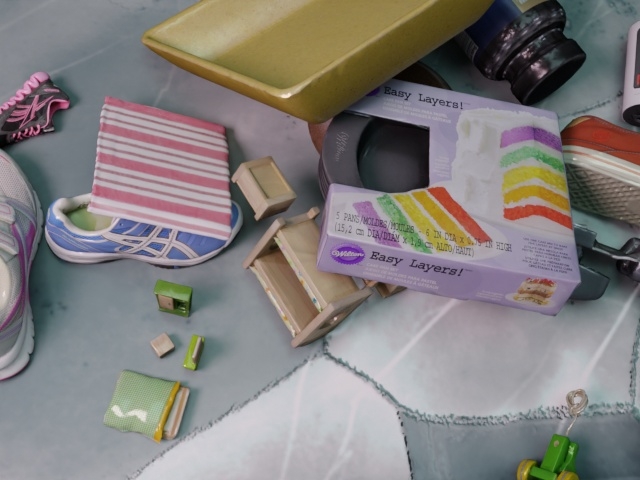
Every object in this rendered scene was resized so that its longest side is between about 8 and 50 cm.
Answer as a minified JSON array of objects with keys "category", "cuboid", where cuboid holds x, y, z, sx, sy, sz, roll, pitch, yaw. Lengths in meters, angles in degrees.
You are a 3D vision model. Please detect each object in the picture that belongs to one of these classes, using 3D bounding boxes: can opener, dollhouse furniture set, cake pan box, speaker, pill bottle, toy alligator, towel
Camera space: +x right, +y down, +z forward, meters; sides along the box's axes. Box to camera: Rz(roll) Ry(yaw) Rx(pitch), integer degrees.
[{"category":"can opener","cuboid":[0.365,0.048,0.902,0.284,0.076,0.095,22,100,1]},{"category":"dollhouse furniture set","cuboid":[0.000,0.000,0.867,0.161,0.101,0.181,-19,70,-40]},{"category":"dollhouse furniture set","cuboid":[-0.163,0.122,0.794,0.076,0.058,0.151,15,67,-1]},{"category":"cake pan box","cuboid":[0.128,-0.059,0.832,0.267,0.070,0.245,12,50,-4]},{"category":"speaker","cuboid":[0.420,-0.215,1.009,0.055,0.055,0.136,14,68,-2]},{"category":"pill bottle","cuboid":[0.222,-0.279,0.971,0.123,0.123,0.219,-30,75,-18]},{"category":"toy alligator","cuboid":[0.241,0.245,0.808,0.051,0.056,0.189,50,62,-33]},{"category":"towel","cuboid":[-0.167,-0.077,0.833,0.144,0.029,0.197,12,40,-20]}]

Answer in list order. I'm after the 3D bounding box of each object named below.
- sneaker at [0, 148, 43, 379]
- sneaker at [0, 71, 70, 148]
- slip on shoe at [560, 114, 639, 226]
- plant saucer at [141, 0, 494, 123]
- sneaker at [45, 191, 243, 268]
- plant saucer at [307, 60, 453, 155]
[{"category":"sneaker","cuboid":[-0.338,0.008,0.787,0.103,0.111,0.252,-8,70,-11]},{"category":"sneaker","cuboid":[-0.331,-0.135,0.885,0.057,0.047,0.119,38,69,-5]},{"category":"slip on shoe","cuboid":[0.426,-0.059,0.919,0.331,0.123,0.101,22,63,6]},{"category":"plant saucer","cuboid":[0.011,-0.247,0.884,0.333,0.081,0.333,-37,38,-18]},{"category":"sneaker","cuboid":[-0.186,-0.017,0.834,0.211,0.081,0.080,-7,68,-12]},{"category":"plant saucer","cuboid":[0.084,-0.153,0.950,0.199,0.036,0.198,2,69,-7]}]
